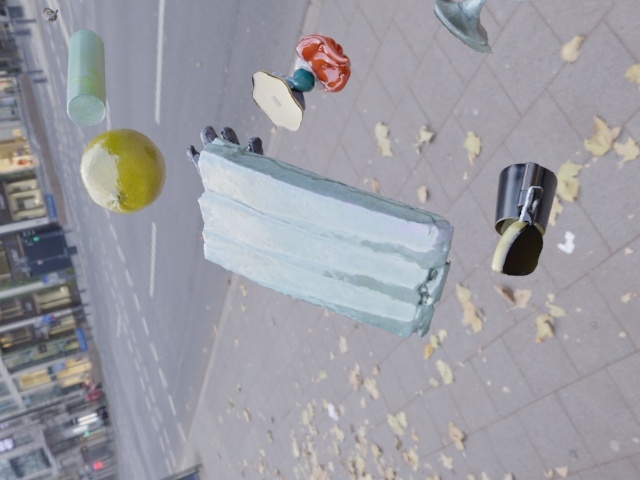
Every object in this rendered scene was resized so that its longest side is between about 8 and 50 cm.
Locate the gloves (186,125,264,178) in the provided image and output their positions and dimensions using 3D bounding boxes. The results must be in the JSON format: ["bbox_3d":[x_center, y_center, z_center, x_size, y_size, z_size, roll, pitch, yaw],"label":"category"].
[{"bbox_3d":[-0.061,-0.075,0.870,0.119,0.285,0.142,-63,8,-7],"label":"gloves"}]

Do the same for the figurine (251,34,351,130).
[{"bbox_3d":[-0.023,-0.412,1.478,0.181,0.257,0.208,33,151,16],"label":"figurine"}]

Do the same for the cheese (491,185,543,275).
[{"bbox_3d":[0.356,-0.016,1.042,0.036,0.086,0.162,-128,45,-62],"label":"cheese"}]

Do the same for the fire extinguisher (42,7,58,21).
[{"bbox_3d":[-0.507,-0.426,1.115,0.022,0.028,0.083,43,177,-36],"label":"fire extinguisher"}]

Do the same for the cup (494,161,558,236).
[{"bbox_3d":[0.567,-0.123,1.693,0.166,0.239,0.177,-1,59,39],"label":"cup"}]

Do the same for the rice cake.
[{"bbox_3d":[0.000,0.000,0.485,0.211,0.038,0.124,16,125,16],"label":"rice cake"}]

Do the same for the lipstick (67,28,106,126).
[{"bbox_3d":[-0.477,-0.340,1.210,0.304,0.076,0.076,-114,24,-46],"label":"lipstick"}]

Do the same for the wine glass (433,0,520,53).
[{"bbox_3d":[0.462,-0.681,1.516,0.323,0.238,0.238,-51,56,42],"label":"wine glass"}]

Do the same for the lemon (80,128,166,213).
[{"bbox_3d":[-0.422,-0.146,1.272,0.203,0.178,0.178,-98,11,-52],"label":"lemon"}]
